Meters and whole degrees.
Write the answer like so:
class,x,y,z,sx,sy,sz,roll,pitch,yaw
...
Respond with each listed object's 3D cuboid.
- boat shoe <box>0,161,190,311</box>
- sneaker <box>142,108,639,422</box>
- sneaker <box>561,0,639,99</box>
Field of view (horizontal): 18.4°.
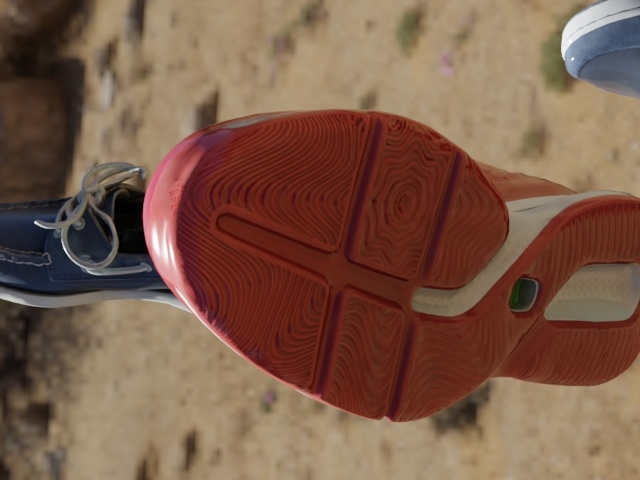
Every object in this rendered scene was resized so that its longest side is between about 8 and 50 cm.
class,x,y,z,sx,sy,sz,roll,pitch,yaw
boat shoe,-0.131,-0.002,1.313,0.095,0.254,0.079,-68,-18,-46
sneaker,0.000,0.000,0.607,0.128,0.221,0.087,16,90,40
sneaker,0.229,-0.046,1.030,0.086,0.226,0.163,66,-146,-63
